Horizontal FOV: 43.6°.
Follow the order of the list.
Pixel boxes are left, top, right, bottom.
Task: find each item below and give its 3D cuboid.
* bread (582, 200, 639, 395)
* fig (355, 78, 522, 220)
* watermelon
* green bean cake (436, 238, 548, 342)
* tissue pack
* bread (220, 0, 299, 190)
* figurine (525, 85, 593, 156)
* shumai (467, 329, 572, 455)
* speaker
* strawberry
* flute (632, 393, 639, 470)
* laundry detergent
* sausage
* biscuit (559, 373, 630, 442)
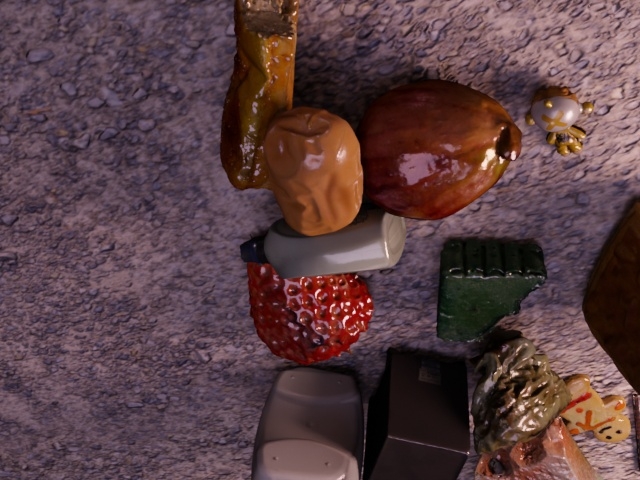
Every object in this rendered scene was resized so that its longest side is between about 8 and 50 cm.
[{"bbox_3d":[0.621,0.098,1.398,0.167,0.277,0.324,-4,133,-20],"label":"bread"},{"bbox_3d":[0.181,-0.141,1.275,0.263,0.224,0.224,-18,125,6],"label":"fig"},{"bbox_3d":[0.482,0.556,1.818,0.264,0.151,0.302,-18,126,28],"label":"watermelon"},{"bbox_3d":[0.316,0.099,1.515,0.194,0.107,0.208,1,130,3],"label":"green bean cake"},{"bbox_3d":[-0.024,0.454,1.696,0.230,0.333,0.235,6,126,5],"label":"tissue pack"},{"bbox_3d":[-0.092,-0.259,1.226,0.109,0.185,0.380,6,129,-6],"label":"bread"},{"bbox_3d":[0.385,-0.191,1.301,0.102,0.068,0.143,7,146,11],"label":"figurine"},{"bbox_3d":[0.374,0.298,1.626,0.189,0.256,0.218,-22,90,41],"label":"shumai"},{"bbox_3d":[0.200,0.395,1.673,0.184,0.254,0.232,13,129,-2],"label":"speaker"},{"bbox_3d":[-0.024,0.131,1.557,0.254,0.150,0.280,3,131,5],"label":"strawberry"},{"bbox_3d":[0.712,0.433,1.793,0.014,0.014,0.269,-9,127,14],"label":"flute"},{"bbox_3d":[0.000,0.000,1.409,0.281,0.215,0.105,-8,106,18],"label":"laundry detergent"},{"bbox_3d":[-0.008,-0.099,1.218,0.136,0.120,0.241,17,148,16],"label":"sausage"},{"bbox_3d":[0.592,0.377,1.754,0.234,0.030,0.153,39,125,-22],"label":"biscuit"}]
